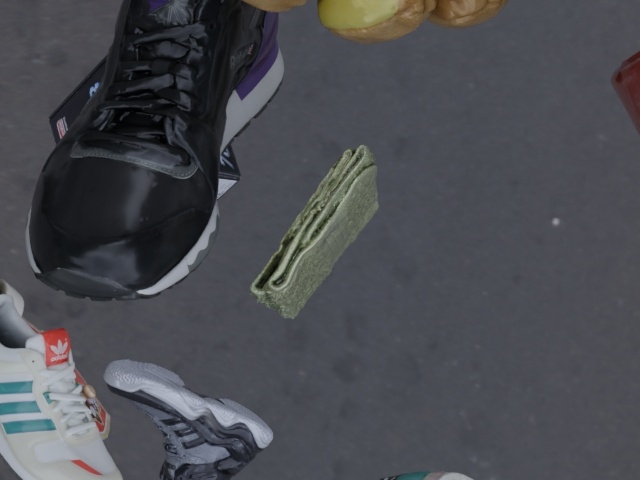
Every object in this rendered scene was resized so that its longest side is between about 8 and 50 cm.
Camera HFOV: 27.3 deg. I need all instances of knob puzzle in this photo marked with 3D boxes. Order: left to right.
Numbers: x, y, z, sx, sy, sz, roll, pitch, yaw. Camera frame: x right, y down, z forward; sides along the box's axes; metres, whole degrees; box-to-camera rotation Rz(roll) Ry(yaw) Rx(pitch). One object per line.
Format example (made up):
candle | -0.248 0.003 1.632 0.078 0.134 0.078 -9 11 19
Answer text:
knob puzzle | -0.311 0.172 1.632 0.030 0.213 0.213 -37 113 1

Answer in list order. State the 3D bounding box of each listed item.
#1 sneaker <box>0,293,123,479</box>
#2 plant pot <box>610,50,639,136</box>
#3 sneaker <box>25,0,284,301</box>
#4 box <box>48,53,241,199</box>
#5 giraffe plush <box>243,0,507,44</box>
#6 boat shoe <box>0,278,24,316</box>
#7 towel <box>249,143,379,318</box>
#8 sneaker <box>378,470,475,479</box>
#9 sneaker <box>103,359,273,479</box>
sneaker | -0.179 0.101 0.854 0.057 0.161 0.075 -2 129 -58
plant pot | 0.286 -0.024 0.596 0.272 0.272 0.265 -34 89 -20
sneaker | -0.094 -0.091 0.736 0.107 0.283 0.124 10 131 7
box | -0.262 -0.137 1.910 0.073 0.293 0.295 9 54 -46
giraffe plush | 0.036 -0.226 0.655 0.181 0.170 0.210 -11 70 -28
boat shoe | -0.388 0.120 1.034 0.324 0.116 0.097 -39 121 -3
towel | 0.000 0.000 0.807 0.027 0.148 0.110 35 84 6
sneaker | 0.183 0.358 1.618 0.302 0.121 0.108 41 64 -35
sneaker | -0.205 0.276 1.838 0.268 0.101 0.153 28 93 -27
